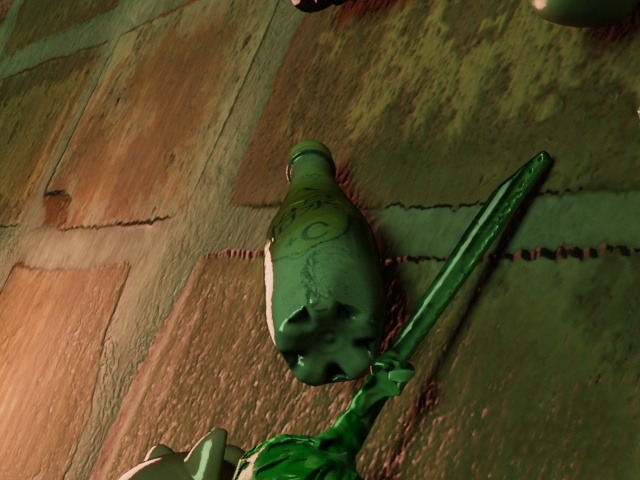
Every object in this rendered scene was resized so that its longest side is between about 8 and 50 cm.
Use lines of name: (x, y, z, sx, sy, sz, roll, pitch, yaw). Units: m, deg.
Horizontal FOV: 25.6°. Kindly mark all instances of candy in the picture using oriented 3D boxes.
candy: (0.046, 0.075, 0.861, 0.323, 0.097, 0.097, -56, 25, -6)

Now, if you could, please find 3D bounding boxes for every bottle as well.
bottle: (0.000, 0.000, 1.005, 0.083, 0.083, 0.270, -49, 21, 23)

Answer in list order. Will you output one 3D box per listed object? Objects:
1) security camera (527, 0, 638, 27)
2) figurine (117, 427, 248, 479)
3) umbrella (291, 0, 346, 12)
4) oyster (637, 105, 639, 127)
security camera: (0.177, -0.273, 0.823, 0.157, 0.080, 0.302, -94, 13, -49)
figurine: (-0.087, 0.197, 0.931, 0.125, 0.125, 0.138, -23, 59, 52)
umbrella: (0.068, -0.257, 1.115, 0.357, 0.106, 0.113, -14, 55, 57)
oyster: (0.227, -0.093, 0.683, 0.163, 0.081, 0.191, -39, 36, 31)
